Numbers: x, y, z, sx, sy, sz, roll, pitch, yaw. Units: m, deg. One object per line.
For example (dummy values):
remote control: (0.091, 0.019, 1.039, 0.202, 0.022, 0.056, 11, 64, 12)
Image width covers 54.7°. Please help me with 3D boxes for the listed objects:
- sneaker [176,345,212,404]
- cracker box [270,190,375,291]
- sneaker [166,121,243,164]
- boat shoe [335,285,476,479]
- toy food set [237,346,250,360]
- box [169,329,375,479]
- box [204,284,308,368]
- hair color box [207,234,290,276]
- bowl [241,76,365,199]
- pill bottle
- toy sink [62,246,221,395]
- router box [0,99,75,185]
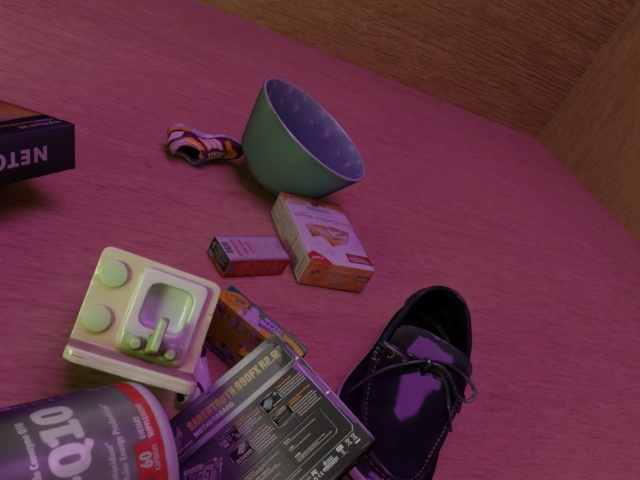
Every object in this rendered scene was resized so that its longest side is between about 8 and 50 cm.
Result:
sneaker: (-0.176, 0.196, 0.886, 0.043, 0.040, 0.109, 36, 29, -25)
cracker box: (0.000, 0.000, 1.307, 0.155, 0.067, 0.232, 10, 36, -30)
sneaker: (-0.257, -0.200, 1.396, 0.185, 0.069, 0.084, 10, 51, -31)
boat shoe: (0.150, 0.225, 1.011, 0.186, 0.156, 0.500, 34, 31, 4)
toy food set: (-0.068, 0.245, 0.829, 0.071, 0.128, 0.218, -27, 62, -29)
box: (-0.079, 0.250, 0.732, 0.231, 0.056, 0.183, -39, 65, -17)
box: (-0.113, 0.149, 0.936, 0.179, 0.105, 0.043, 37, 36, 12)
hair color box: (-0.134, 0.028, 1.167, 0.141, 0.043, 0.072, 1, 40, -43)
bowl: (-0.061, -0.207, 1.432, 0.311, 0.163, 0.312, 37, 28, -23)
pill bottle: (-0.293, 0.238, 0.579, 0.283, 0.161, 0.161, -4, 44, -45)
toy sink: (-0.223, 0.091, 0.787, 0.152, 0.131, 0.234, 20, -7, -16)
router box: (-0.573, -0.147, 0.928, 0.242, 0.081, 0.309, 19, 25, 21)
